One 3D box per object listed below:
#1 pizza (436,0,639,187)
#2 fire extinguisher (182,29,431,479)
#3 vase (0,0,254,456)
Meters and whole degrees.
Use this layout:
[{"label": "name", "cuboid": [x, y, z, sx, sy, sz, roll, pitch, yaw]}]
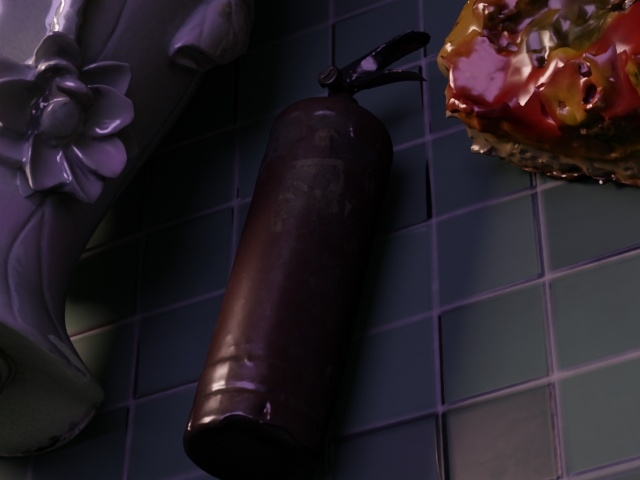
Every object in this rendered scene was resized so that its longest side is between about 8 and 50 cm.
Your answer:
[{"label": "pizza", "cuboid": [0.290, -0.147, 0.945, 0.440, 0.130, 0.406, -40, 41, -2]}, {"label": "fire extinguisher", "cuboid": [0.000, 0.000, 1.046, 0.089, 0.072, 0.268, -13, 48, 36]}, {"label": "vase", "cuboid": [-0.173, -0.100, 1.142, 0.250, 0.250, 0.445, -7, 56, 29]}]
